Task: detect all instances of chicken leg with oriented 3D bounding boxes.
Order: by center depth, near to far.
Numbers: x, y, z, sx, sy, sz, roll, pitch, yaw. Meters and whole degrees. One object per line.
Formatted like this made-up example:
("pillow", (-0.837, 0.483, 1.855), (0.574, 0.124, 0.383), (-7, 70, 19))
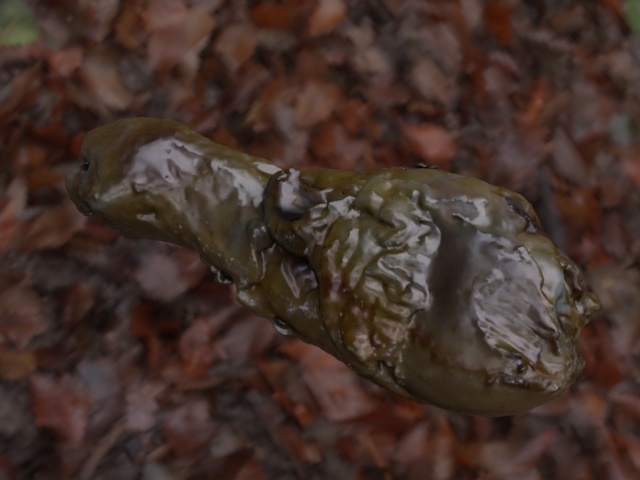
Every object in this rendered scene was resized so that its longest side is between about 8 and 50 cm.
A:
("chicken leg", (0.001, 0.001, 0.585), (0.197, 0.069, 0.085), (19, 69, 21))
